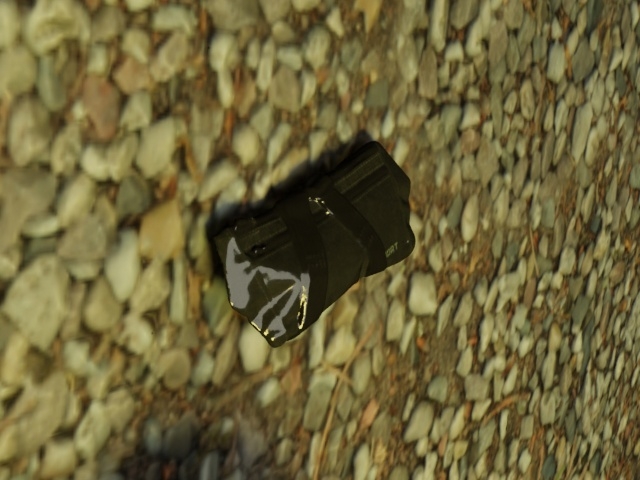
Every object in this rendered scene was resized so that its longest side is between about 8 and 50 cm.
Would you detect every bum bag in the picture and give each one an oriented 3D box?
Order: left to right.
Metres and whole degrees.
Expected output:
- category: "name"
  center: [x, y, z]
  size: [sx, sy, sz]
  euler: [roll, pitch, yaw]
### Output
- category: "bum bag"
  center: [0.000, 0.000, 0.728]
  size: [0.197, 0.049, 0.087]
  euler: [-34, 102, -44]
